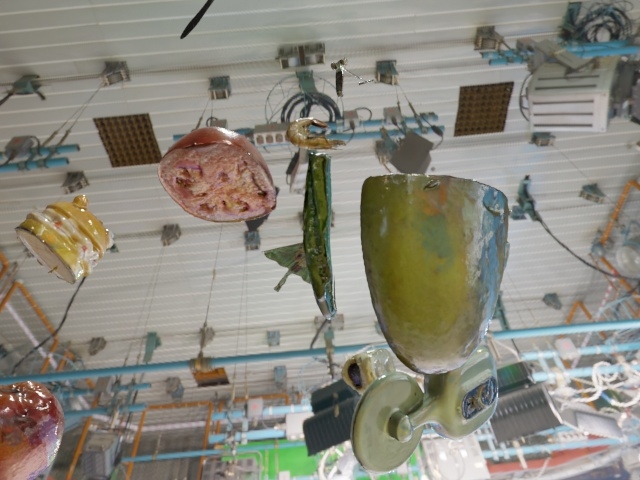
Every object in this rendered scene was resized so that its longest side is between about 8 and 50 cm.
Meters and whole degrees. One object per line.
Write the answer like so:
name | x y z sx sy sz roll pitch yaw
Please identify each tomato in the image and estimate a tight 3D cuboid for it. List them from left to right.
tomato | -0.284 -0.197 1.265 0.338 0.143 0.338 1 -38 1

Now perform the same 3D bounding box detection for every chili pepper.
chili pepper | 0.000 0.001 0.911 0.076 0.085 0.359 -8 -74 -21

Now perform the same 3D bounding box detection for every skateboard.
skateboard | 0.055 -0.263 0.747 0.032 0.063 0.083 -6 -6 42

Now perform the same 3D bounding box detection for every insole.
insole | -0.290 -0.547 1.072 0.152 0.053 0.002 -49 -45 7

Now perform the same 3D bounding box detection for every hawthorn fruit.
hawthorn fruit | -0.535 0.333 0.756 0.173 0.173 0.179 29 -79 -26

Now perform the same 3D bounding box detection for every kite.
kite | -0.067 0.078 1.538 0.268 0.323 0.013 -45 -35 -21

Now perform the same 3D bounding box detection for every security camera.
security camera | 0.179 0.271 0.720 0.302 0.080 0.157 -14 -78 -33

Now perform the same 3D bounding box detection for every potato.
potato | 0.179 0.057 0.603 0.269 0.255 0.112 10 -11 -36

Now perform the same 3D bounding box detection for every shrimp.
shrimp | -0.009 -0.279 1.175 0.162 0.095 0.045 8 -35 -1

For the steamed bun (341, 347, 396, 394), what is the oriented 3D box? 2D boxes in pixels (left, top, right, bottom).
steamed bun | 0.151 0.443 1.495 0.155 0.140 0.172 -16 -8 33

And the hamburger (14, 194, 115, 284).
hamburger | -0.866 -0.012 1.543 0.276 0.237 0.276 21 -39 18
